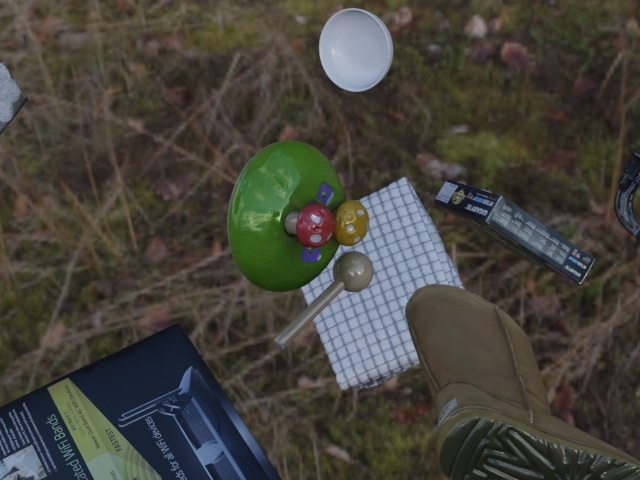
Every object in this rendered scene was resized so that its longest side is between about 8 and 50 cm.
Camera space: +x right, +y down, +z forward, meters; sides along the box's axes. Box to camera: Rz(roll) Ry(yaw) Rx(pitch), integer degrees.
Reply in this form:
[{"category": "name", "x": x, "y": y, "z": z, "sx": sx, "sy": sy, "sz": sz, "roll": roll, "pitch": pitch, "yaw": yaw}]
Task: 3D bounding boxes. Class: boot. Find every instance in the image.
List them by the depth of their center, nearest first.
[{"category": "boot", "x": 0.190, "y": 0.148, "z": 0.979, "sx": 0.236, "sy": 0.089, "sz": 0.269, "roll": 31, "pitch": 16, "yaw": -9}]

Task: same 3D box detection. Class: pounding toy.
[{"category": "pounding toy", "x": 0.000, "y": 0.000, "z": 1.313, "sx": 0.110, "sy": 0.237, "sz": 0.183, "roll": 11, "pitch": 42, "yaw": 42}]

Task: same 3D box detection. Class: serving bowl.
[{"category": "serving bowl", "x": 0.040, "y": -0.194, "z": 1.126, "sx": 0.083, "sy": 0.083, "sz": 0.027, "roll": 20, "pitch": 24, "yaw": 30}]

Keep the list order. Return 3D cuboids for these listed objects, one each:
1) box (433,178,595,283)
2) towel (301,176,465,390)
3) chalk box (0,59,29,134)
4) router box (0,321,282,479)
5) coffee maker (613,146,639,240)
[{"category": "box", "x": 0.314, "y": -0.017, "z": 1.811, "sx": 0.051, "sy": 0.220, "sz": 0.175, "roll": -60, "pitch": 26, "yaw": -1}, {"category": "towel", "x": 0.099, "y": 0.076, "z": 1.751, "sx": 0.235, "sy": 0.121, "sz": 0.284, "roll": -25, "pitch": 72, "yaw": 5}, {"category": "chalk box", "x": -0.421, "y": -0.117, "z": 1.091, "sx": 0.132, "sy": 0.132, "sz": 0.213, "roll": 14, "pitch": 59, "yaw": 32}, {"category": "router box", "x": -0.160, "y": 0.241, "z": 0.955, "sx": 0.242, "sy": 0.081, "sz": 0.309, "roll": -24, "pitch": 48, "yaw": -18}, {"category": "coffee maker", "x": 0.238, "y": 0.028, "z": 0.524, "sx": 0.171, "sy": 0.120, "sz": 0.178, "roll": 8, "pitch": 11, "yaw": 0}]
